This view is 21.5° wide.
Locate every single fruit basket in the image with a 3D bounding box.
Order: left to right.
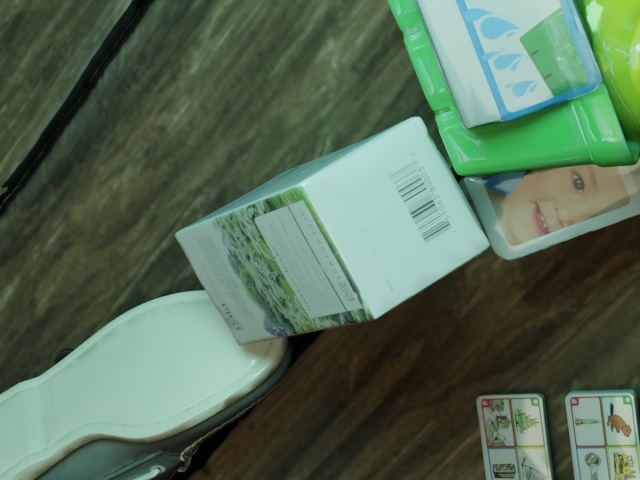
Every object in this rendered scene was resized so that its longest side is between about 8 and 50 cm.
[{"bbox_3d":[0.205,-0.185,0.964,0.353,0.165,0.327,-18,100,24],"label":"fruit basket"}]

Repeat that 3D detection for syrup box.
[{"bbox_3d":[0.000,0.000,1.087,0.093,0.096,0.237,61,157,-5],"label":"syrup box"}]

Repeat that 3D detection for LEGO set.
[{"bbox_3d":[0.215,0.219,1.175,0.182,0.060,0.244,-5,97,29],"label":"LEGO set"}]

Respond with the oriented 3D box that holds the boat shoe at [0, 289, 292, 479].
[{"bbox_3d":[-0.143,0.135,1.281,0.319,0.116,0.099,-27,139,22],"label":"boat shoe"}]
